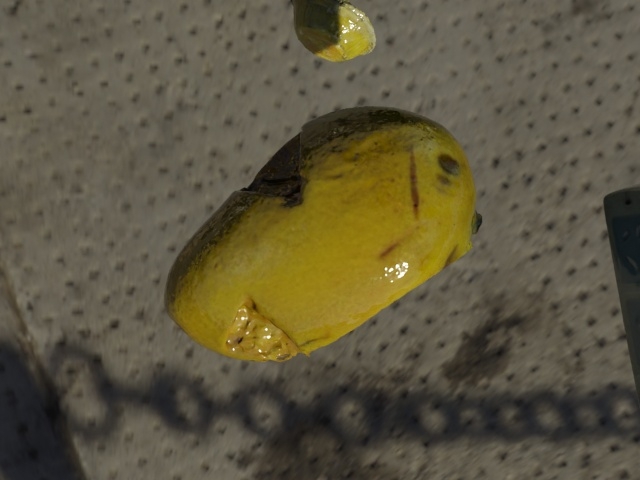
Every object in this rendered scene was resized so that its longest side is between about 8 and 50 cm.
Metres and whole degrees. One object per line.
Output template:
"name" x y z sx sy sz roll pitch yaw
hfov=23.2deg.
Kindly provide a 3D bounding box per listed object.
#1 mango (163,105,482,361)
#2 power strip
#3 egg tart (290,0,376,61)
"mango" 0.000 0.000 1.217 0.262 0.130 0.167 -37 73 1
"power strip" 0.253 0.077 1.089 0.052 0.078 0.272 -12 92 -21
"egg tart" 0.008 -0.208 1.536 0.105 0.105 0.039 28 72 1
